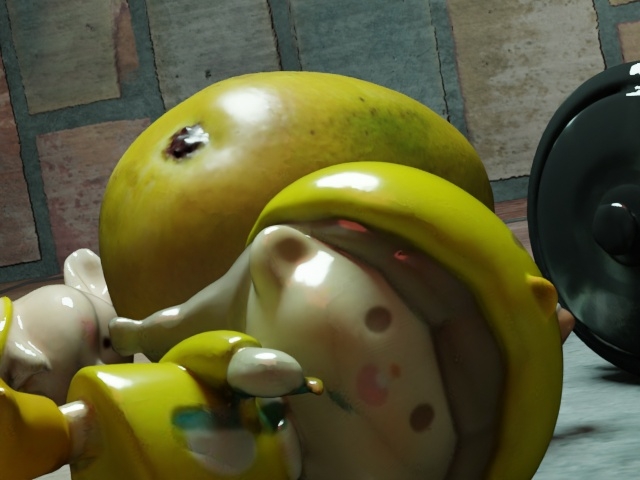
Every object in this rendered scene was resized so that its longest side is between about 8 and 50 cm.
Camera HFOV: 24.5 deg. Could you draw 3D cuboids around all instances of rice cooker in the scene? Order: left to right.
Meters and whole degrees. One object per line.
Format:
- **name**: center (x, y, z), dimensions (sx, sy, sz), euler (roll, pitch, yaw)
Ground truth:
- **rice cooker**: center (0.292, -0.021, 1.130), dimensions (0.227, 0.241, 0.280), euler (-9, -34, -41)

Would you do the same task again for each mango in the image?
- **mango**: center (0.000, 0.000, 1.329), dimensions (0.446, 0.300, 0.232), euler (9, 16, -48)

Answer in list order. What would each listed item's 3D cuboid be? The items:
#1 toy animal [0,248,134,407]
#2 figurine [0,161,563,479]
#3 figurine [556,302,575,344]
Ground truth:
- **toy animal**: center (-0.279, 0.110, 1.263), dimensions (0.248, 0.165, 0.149), euler (-2, 27, -36)
- **figurine**: center (-0.018, 0.079, 0.762), dimensions (0.344, 0.215, 0.187), euler (-17, 4, -41)
- **figurine**: center (0.049, 0.075, 1.079), dimensions (0.161, 0.158, 0.275), euler (-1, -8, -29)
